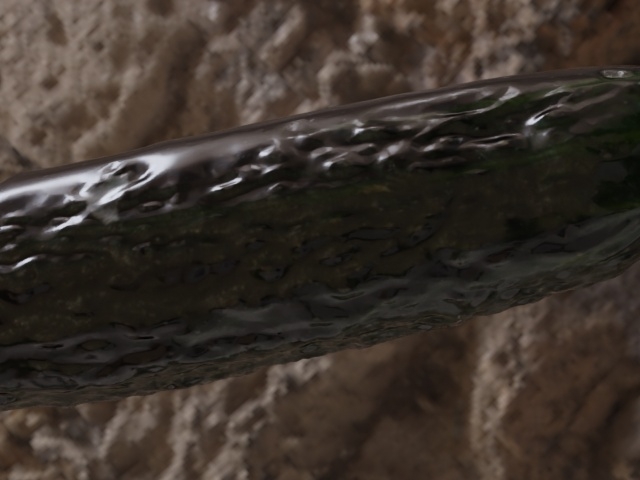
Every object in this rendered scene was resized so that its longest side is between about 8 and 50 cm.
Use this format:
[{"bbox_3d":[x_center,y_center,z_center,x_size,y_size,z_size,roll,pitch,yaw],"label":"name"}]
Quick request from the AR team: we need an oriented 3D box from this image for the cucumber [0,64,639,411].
[{"bbox_3d":[0.000,-0.001,0.421,0.241,0.074,0.074,-12,-25,12],"label":"cucumber"}]
